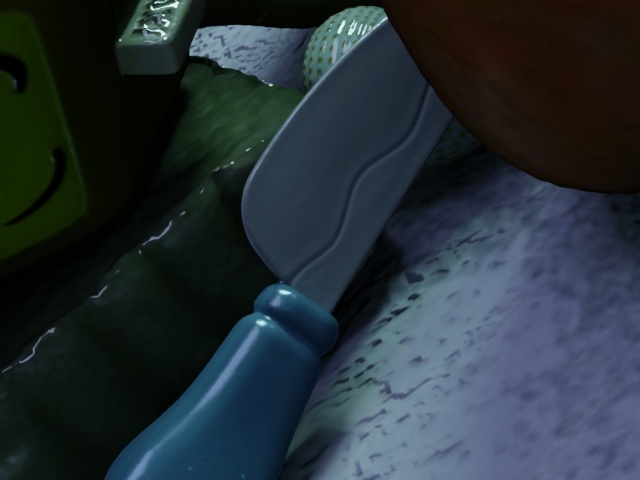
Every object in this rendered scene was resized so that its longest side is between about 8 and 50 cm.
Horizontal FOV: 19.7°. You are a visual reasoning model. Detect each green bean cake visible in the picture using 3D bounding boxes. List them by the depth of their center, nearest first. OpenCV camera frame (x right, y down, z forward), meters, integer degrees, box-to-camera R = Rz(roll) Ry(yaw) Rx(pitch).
[{"bbox_3d":[-0.084,0.018,0.683,0.185,0.094,0.183,-49,29,-12],"label":"green bean cake"}]

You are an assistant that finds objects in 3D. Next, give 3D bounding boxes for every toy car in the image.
[{"bbox_3d":[-0.140,-0.066,0.622,0.198,0.204,0.248,-1,37,15],"label":"toy car"}]

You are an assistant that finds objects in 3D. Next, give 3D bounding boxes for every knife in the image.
[{"bbox_3d":[-0.002,-0.001,0.603,0.244,0.058,0.032,-63,13,-10],"label":"knife"}]

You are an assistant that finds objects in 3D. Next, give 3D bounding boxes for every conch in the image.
[{"bbox_3d":[0.036,-0.053,0.668,0.085,0.056,0.076,31,31,25],"label":"conch"}]

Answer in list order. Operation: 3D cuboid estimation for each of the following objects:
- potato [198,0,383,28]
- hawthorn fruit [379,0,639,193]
[{"bbox_3d":[0.031,-0.221,0.760,0.351,0.218,0.202,-56,-9,-16],"label":"potato"},{"bbox_3d":[0.076,-0.127,0.519,0.199,0.251,0.199,-43,27,29],"label":"hawthorn fruit"}]
